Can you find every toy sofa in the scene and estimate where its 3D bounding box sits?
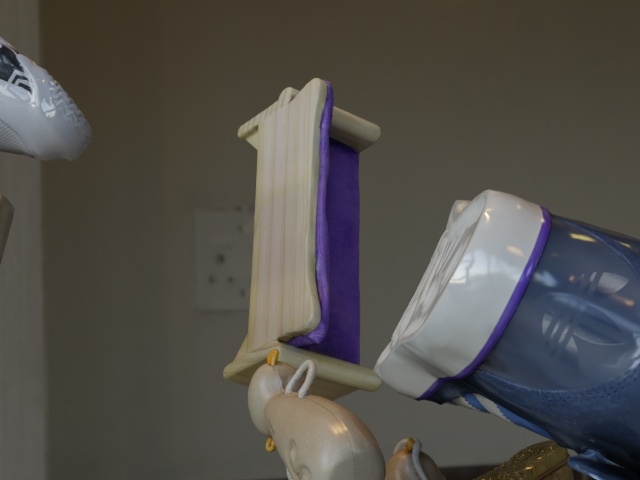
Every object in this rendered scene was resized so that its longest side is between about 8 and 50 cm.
[{"bbox_3d":[0.000,0.000,1.527,0.150,0.363,0.177,21,-33,-33],"label":"toy sofa"}]

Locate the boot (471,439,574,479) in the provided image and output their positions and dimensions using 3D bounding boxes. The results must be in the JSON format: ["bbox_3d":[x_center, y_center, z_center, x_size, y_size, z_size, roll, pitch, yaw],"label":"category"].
[{"bbox_3d":[0.258,0.385,1.445,0.236,0.270,0.089,-18,-1,-43],"label":"boot"}]

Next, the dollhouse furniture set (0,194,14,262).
[{"bbox_3d":[-0.524,-0.041,1.413,0.256,0.362,0.394,11,-13,3],"label":"dollhouse furniture set"}]

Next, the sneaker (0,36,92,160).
[{"bbox_3d":[-0.391,-0.098,1.128,0.365,0.210,0.137,23,-17,16],"label":"sneaker"}]

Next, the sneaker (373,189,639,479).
[{"bbox_3d":[0.165,0.073,0.722,0.236,0.130,0.323,26,-5,2],"label":"sneaker"}]

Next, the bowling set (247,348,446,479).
[{"bbox_3d":[0.054,0.218,0.795,0.199,0.287,0.154,2,11,-21],"label":"bowling set"}]
